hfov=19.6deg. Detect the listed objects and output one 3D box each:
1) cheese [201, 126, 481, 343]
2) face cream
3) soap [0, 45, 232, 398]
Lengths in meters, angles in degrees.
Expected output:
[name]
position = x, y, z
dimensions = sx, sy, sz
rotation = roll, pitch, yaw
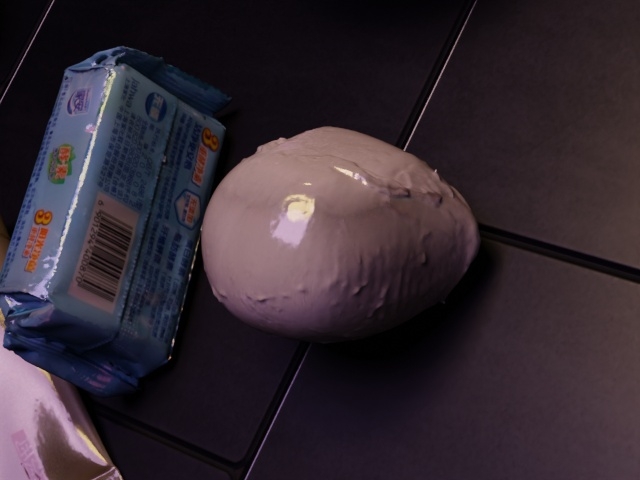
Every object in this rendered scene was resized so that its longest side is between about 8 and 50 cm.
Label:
[cheese]
position = 0.000, 0.000, 1.441
dimensions = 0.198, 0.189, 0.154
rotation = 22, 113, 42
[face cream]
position = -0.281, 0.108, 1.649
dimensions = 0.137, 0.084, 0.341
rotation = -29, 59, 8
[soap]
position = -0.176, -0.019, 1.582
dimensions = 0.077, 0.156, 0.293
rotation = -7, 61, 43
